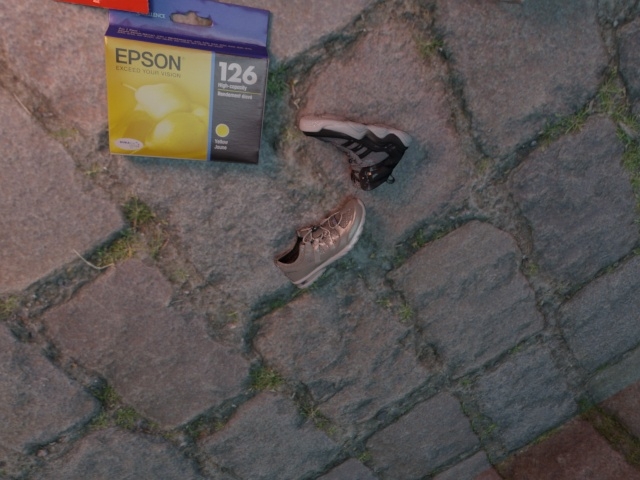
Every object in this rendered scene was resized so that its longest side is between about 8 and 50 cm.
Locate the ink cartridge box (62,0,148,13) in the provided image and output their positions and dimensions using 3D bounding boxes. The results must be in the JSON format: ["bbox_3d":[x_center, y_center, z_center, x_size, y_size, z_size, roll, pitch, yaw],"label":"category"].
[{"bbox_3d":[-0.384,-0.508,0.716,0.189,0.066,0.232,9,116,1],"label":"ink cartridge box"}]

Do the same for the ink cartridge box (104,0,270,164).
[{"bbox_3d":[-0.260,-0.314,0.884,0.304,0.072,0.306,1,119,-15],"label":"ink cartridge box"}]

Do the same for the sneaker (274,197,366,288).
[{"bbox_3d":[0.000,0.000,1.097,0.115,0.105,0.281,34,105,-28],"label":"sneaker"}]

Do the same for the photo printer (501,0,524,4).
[{"bbox_3d":[0.332,-0.611,0.810,0.308,0.107,0.255,19,111,-23],"label":"photo printer"}]

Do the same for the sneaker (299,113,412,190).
[{"bbox_3d":[0.074,-0.196,1.012,0.269,0.101,0.152,4,113,-20],"label":"sneaker"}]
